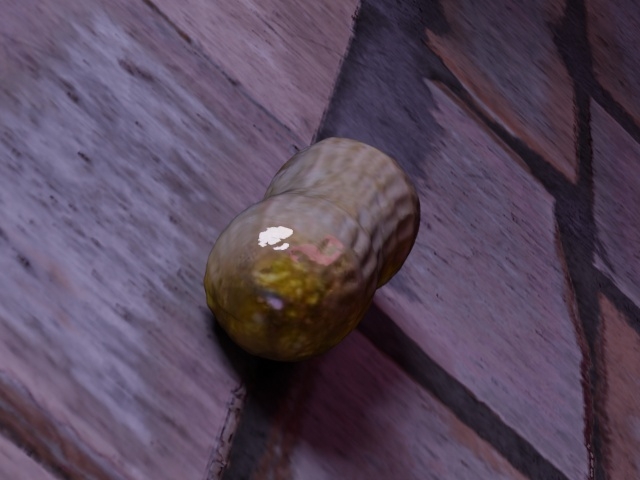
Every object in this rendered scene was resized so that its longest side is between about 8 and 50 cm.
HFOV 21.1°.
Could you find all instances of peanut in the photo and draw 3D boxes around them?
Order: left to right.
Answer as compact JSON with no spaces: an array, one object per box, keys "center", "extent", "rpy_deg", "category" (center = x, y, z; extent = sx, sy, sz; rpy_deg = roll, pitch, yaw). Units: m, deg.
[{"center":[0.000,0.000,0.898],"extent":[0.087,0.087,0.207],"rpy_deg":[47,23,-2],"category":"peanut"}]
